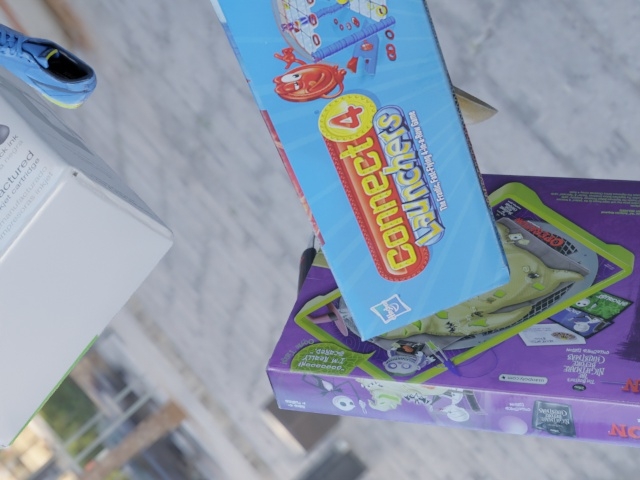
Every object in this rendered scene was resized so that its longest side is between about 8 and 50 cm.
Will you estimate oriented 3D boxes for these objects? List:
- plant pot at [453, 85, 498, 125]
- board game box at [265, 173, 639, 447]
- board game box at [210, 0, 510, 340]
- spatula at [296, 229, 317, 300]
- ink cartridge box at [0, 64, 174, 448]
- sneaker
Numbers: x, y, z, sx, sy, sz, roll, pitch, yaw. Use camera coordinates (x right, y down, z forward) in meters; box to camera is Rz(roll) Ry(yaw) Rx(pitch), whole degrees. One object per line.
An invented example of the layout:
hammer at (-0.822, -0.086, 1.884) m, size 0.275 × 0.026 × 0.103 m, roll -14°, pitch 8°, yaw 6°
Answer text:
plant pot at (0.074, -0.175, 1.512) m, size 0.236 × 0.032 × 0.236 m, roll 26°, pitch -170°, yaw -5°
board game box at (0.158, 0.040, 0.959) m, size 0.347 × 0.208 × 0.056 m, roll 4°, pitch 130°, yaw 21°
board game box at (-0.023, -0.158, 0.740) m, size 0.308 × 0.086 × 0.302 m, roll -113°, pitch -1°, yaw -46°
spatula at (0.000, 0.000, 1.299) m, size 0.030 × 0.296 × 0.084 m, roll 16°, pitch 134°, yaw -7°
ink cartridge box at (-0.261, -0.012, 1.060) m, size 0.115 × 0.198 × 0.273 m, roll 36°, pitch -176°, yaw -45°
sneaker at (-0.377, -0.239, 1.799) m, size 0.209 × 0.069 × 0.082 m, roll 25°, pitch 155°, yaw -10°
